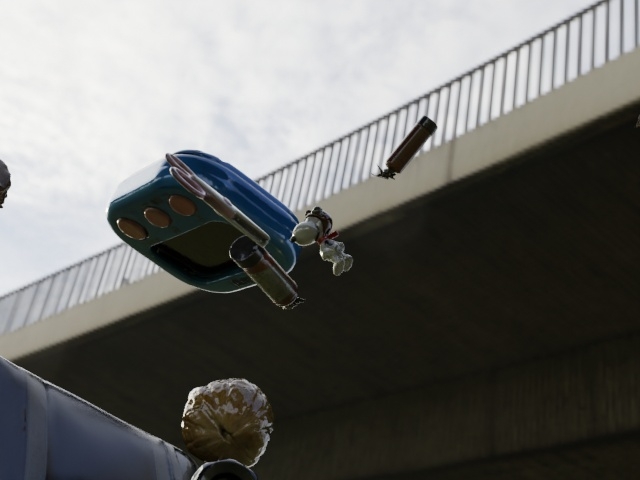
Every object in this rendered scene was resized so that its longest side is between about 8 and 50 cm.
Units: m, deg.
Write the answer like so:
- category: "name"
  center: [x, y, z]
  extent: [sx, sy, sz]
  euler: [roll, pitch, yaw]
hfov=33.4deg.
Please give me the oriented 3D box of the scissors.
- category: "scissors"
  center: [-0.126, -0.046, 1.333]
  extent: [0.022, 0.085, 0.176]
  euler: [-46, -60, 7]

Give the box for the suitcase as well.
- category: "suitcase"
  center: [-0.305, 0.307, 1.205]
  extent: [0.194, 0.283, 0.434]
  euler: [-35, -50, 20]

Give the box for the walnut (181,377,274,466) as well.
- category: "walnut"
  center: [-0.101, 0.199, 1.161]
  extent: [0.105, 0.105, 0.124]
  euler: [12, -8, -3]

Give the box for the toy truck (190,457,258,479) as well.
- category: "toy truck"
  center: [-0.056, 0.315, 1.011]
  extent: [0.224, 0.165, 0.147]
  euler: [17, -34, -11]

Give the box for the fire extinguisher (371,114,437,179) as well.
- category: "fire extinguisher"
  center: [0.089, -0.096, 1.130]
  extent: [0.028, 0.083, 0.022]
  euler: [37, -6, 24]

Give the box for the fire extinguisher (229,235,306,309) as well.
- category: "fire extinguisher"
  center: [-0.078, 0.059, 1.645]
  extent: [0.062, 0.050, 0.177]
  euler: [-2, -35, 31]

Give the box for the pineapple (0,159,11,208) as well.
- category: "pineapple"
  center: [-0.624, -0.046, 1.808]
  extent: [0.128, 0.128, 0.248]
  euler: [29, -58, -25]

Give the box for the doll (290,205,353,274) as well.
- category: "doll"
  center: [0.006, -0.002, 1.254]
  extent: [0.085, 0.058, 0.040]
  euler: [31, -36, 18]

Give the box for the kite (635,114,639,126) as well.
- category: "kite"
  center: [0.333, -0.160, 0.958]
  extent: [0.011, 0.156, 0.139]
  euler: [39, -5, 37]

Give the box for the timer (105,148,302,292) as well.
- category: "timer"
  center: [-0.212, -0.030, 1.950]
  extent: [0.309, 0.115, 0.340]
  euler: [38, -34, -26]
